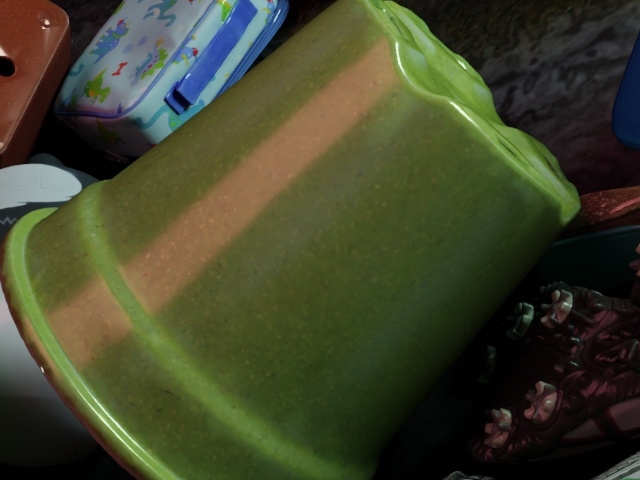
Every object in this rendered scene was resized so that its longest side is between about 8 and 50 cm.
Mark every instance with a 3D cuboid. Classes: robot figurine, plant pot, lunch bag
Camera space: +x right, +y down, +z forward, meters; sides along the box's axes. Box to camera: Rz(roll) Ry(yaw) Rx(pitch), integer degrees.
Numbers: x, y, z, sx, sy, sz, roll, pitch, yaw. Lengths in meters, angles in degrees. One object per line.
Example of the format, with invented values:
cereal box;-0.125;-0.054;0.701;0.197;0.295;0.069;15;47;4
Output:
robot figurine;-0.221;0.052;1.187;0.278;0.174;0.209;-104;29;-53
plant pot;0.000;0.000;0.872;0.254;0.276;0.276;-45;32;15
plant pot;-0.377;-0.132;1.399;0.236;0.267;0.267;-41;25;53
lunch bag;-0.140;-0.173;1.412;0.176;0.090;0.219;8;60;52

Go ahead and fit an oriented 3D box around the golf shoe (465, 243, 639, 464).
golf shoe;0.176;0.074;0.801;0.273;0.120;0.105;-37;33;56

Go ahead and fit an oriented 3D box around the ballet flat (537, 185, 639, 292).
ballet flat;0.220;-0.016;0.874;0.206;0.073;0.067;-7;34;38

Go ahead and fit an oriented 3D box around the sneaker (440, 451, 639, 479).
sneaker;0.098;0.160;0.752;0.343;0.134;0.146;-30;35;23

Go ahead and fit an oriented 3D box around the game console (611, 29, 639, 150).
game console;0.317;-0.143;0.809;0.250;0.173;0.293;-15;17;-12
